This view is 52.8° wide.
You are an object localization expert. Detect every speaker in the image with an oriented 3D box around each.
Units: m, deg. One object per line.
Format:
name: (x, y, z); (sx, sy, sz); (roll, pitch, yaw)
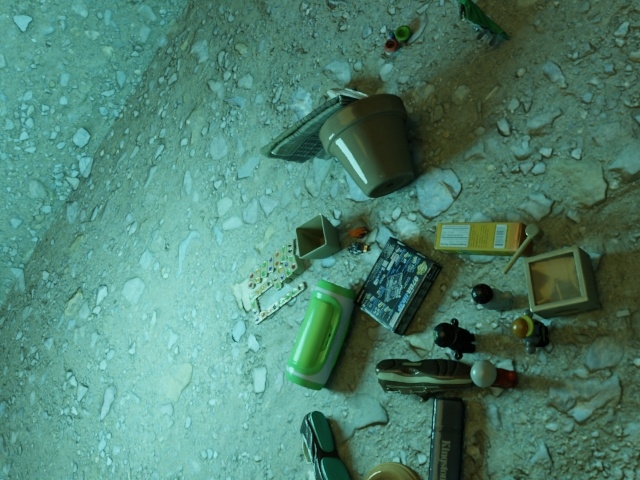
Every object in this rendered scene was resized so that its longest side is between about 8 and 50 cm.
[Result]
speaker: (0.001, 0.268, 1.838); (0.131, 0.131, 0.297); (17, 85, 45)

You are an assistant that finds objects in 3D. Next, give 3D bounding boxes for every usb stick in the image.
usb stick: (0.295, 0.509, 1.517); (0.077, 0.045, 0.278); (6, 75, 4)

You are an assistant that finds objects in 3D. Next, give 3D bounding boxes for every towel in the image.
towel: (0.016, -0.321, 1.939); (0.324, 0.312, 0.056); (-30, 80, 28)

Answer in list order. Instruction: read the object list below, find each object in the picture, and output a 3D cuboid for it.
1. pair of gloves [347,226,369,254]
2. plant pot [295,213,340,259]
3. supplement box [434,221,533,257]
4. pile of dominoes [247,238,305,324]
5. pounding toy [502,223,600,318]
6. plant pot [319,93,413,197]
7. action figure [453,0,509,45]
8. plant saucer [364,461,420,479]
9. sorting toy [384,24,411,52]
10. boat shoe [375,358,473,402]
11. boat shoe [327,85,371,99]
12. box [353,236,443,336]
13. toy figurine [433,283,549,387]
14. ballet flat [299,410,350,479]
pair of gloves: (0.114, 0.001, 1.921); (0.074, 0.010, 0.083); (-8, 71, 39)
plant pot: (0.000, 0.000, 1.965); (0.109, 0.096, 0.109); (-29, 55, 32)
supplement box: (0.405, -0.003, 1.611); (0.233, 0.078, 0.080); (4, 79, 44)
pile of dominoes: (-0.159, 0.129, 2.099); (0.251, 0.040, 0.196); (-38, 52, 25)
pounding toy: (0.517, 0.068, 1.468); (0.181, 0.094, 0.206); (-19, 61, 36)
plant pot: (0.158, -0.254, 1.848); (0.263, 0.263, 0.229); (-32, 74, 30)
action figure: (0.432, -0.636, 1.826); (0.063, 0.137, 0.232); (-51, 37, 32)
plant saucer: (0.171, 0.652, 1.593); (0.199, 0.037, 0.200); (-17, 63, 37)
sorting toy: (0.244, -0.633, 2.041); (0.102, 0.042, 0.061); (-42, 64, 7)
boat shoe: (0.264, 0.353, 1.607); (0.257, 0.095, 0.095); (-1, 108, 35)
boat shoe: (0.097, -0.468, 2.089); (0.063, 0.066, 0.184); (-53, 43, -6)
box: (0.207, 0.122, 1.759); (0.175, 0.051, 0.220); (33, 97, 44)
toy figurine: (0.392, 0.218, 1.484); (0.210, 0.148, 0.213); (-53, 46, 13)
ballet flat: (0.008, 0.596, 1.735); (0.096, 0.095, 0.281); (-53, 36, 26)
